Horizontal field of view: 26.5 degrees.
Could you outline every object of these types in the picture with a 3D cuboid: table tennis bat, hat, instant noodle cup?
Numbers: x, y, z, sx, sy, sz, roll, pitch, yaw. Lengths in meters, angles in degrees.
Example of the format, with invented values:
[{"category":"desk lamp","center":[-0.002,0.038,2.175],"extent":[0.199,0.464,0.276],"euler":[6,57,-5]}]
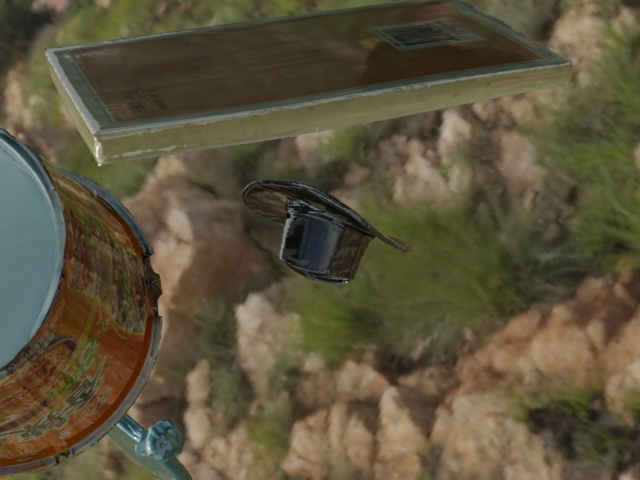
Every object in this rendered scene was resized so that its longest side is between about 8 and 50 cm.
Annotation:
[{"category":"table tennis bat","center":[-0.150,0.174,1.161],"extent":[0.033,0.124,0.201],"euler":[-49,7,-19]},{"category":"hat","center":[0.000,0.000,0.911],"extent":[0.121,0.121,0.050],"euler":[3,72,58]},{"category":"instant noodle cup","center":[-0.227,0.029,0.869],"extent":[0.182,0.230,0.230],"euler":[80,-154,-74]}]

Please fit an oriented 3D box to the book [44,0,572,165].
[{"category":"book","center":[-0.013,-0.091,0.714],"extent":[0.170,0.241,0.018],"euler":[-130,33,-61]}]
